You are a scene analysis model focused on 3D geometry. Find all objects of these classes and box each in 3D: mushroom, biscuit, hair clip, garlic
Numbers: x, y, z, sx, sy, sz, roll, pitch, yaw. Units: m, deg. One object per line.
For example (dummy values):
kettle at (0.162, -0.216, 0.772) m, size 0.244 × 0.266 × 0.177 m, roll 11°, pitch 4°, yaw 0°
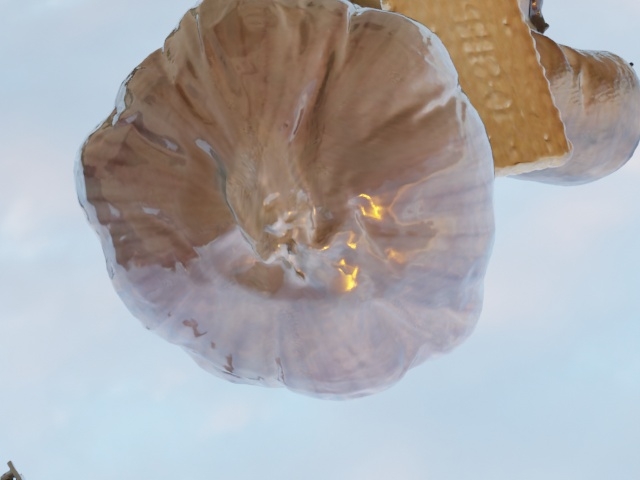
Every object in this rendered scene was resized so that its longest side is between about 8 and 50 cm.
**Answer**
mushroom at (0.146, -0.179, 1.924) m, size 0.397 × 0.224 × 0.314 m, roll -2°, pitch -139°, yaw -47°
biscuit at (0.138, -0.175, 1.570) m, size 0.160 × 0.250 × 0.030 m, roll -12°, pitch 167°, yaw -33°
hair clip at (-0.332, 0.270, 1.788) m, size 0.039 × 0.030 × 0.115 m, roll -40°, pitch -166°, yaw -11°
garlic at (-0.012, -0.033, 1.195) m, size 0.317 × 0.318 × 0.259 m, roll -5°, pitch -175°, yaw 11°
